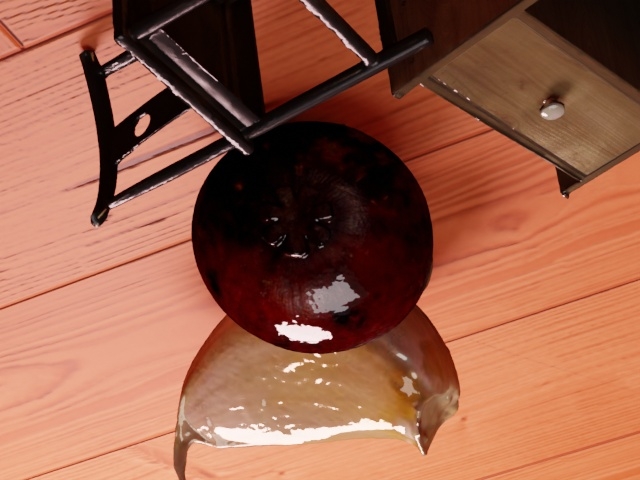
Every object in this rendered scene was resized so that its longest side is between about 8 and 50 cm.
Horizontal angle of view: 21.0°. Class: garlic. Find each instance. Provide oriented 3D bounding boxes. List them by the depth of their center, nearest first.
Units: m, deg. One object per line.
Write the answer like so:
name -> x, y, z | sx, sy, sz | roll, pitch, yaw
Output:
garlic -> -0.010, 0.109, 1.416 | 0.245, 0.164, 0.145 | -13, 160, 19

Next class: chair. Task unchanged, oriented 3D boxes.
chair -> -0.078, -0.144, 1.089 | 0.260, 0.155, 0.141 | -27, 137, 22

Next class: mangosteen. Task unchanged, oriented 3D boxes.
mangosteen -> 0.000, 0.000, 1.282 | 0.199, 0.200, 0.200 | -3, 143, -3

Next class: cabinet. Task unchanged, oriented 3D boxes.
cabinet -> 0.172, -0.158, 1.097 | 0.174, 0.148, 0.215 | 28, 133, -36
